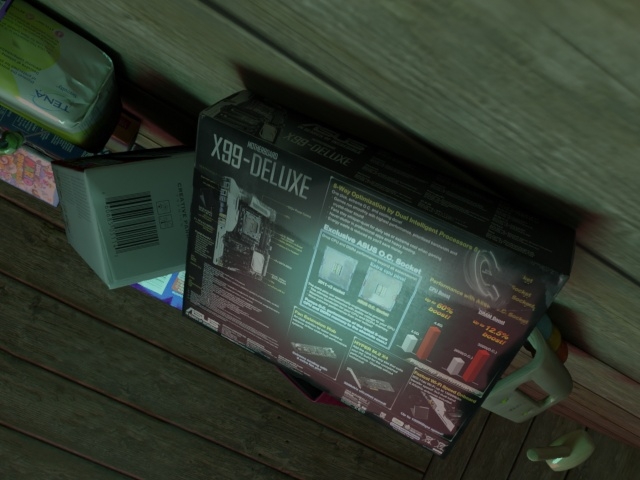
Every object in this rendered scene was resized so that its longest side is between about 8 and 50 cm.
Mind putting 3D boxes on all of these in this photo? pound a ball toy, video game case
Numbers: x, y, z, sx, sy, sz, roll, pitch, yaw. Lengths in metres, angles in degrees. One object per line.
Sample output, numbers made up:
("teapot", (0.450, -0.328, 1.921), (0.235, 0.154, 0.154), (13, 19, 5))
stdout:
("pound a ball toy", (0.305, 0.198, 0.755), (0.319, 0.136, 0.208), (36, -159, -51))
("video game case", (-0.655, -0.156, 1.201), (0.166, 0.119, 0.015), (30, -146, -19))

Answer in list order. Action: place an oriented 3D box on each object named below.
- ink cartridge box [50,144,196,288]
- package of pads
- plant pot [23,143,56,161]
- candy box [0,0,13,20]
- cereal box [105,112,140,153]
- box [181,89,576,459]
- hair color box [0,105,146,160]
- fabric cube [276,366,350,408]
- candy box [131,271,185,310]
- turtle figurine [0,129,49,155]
("ink cartridge box", (-0.191, -0.060, 0.723), (0.272, 0.130, 0.309), (-14, -164, -30))
("package of pads", (-0.382, -0.223, 0.615), (0.297, 0.101, 0.229), (29, 173, -16))
("plant pot", (-0.610, -0.192, 1.321), (0.167, 0.188, 0.187), (16, 170, 7))
("candy box", (-0.352, -0.184, 0.413), (0.070, 0.196, 0.165), (27, 172, 6))
("cereal box", (-0.402, -0.214, 0.920), (0.173, 0.047, 0.240), (32, 171, -20))
("box", (0.023, 0.035, 0.488), (0.308, 0.076, 0.242), (25, 128, 13))
("hair color box", (-0.512, -0.202, 1.158), (0.347, 0.105, 0.174), (29, 172, -10))
("fabric cube", (0.026, 0.208, 1.246), (0.254, 0.259, 0.258), (40, 178, 28))
("candy box", (-0.188, 0.026, 1.035), (0.268, 0.122, 0.317), (28, -161, -10))
("turtle figurine", (-0.539, -0.208, 0.783), (0.266, 0.275, 0.197), (21, 130, 52))
